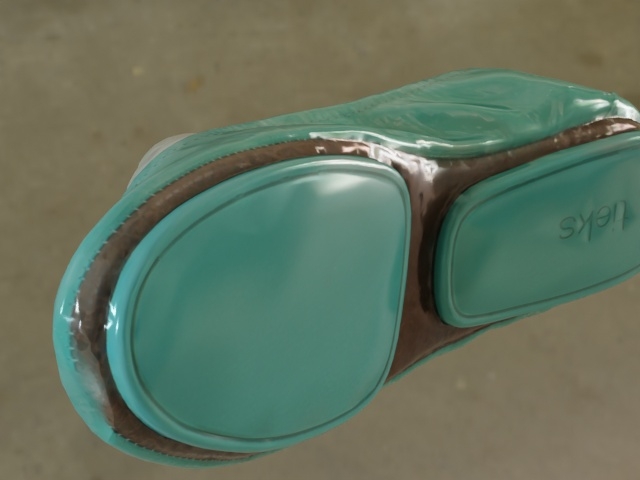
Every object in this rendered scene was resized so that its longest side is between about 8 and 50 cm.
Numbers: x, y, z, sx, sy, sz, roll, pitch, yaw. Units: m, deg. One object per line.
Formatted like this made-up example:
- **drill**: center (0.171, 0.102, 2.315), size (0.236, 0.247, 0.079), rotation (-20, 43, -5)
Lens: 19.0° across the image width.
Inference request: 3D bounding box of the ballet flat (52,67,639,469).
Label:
- **ballet flat**: center (0.000, 0.000, 0.509), size (0.087, 0.083, 0.247), rotation (16, 20, 36)
